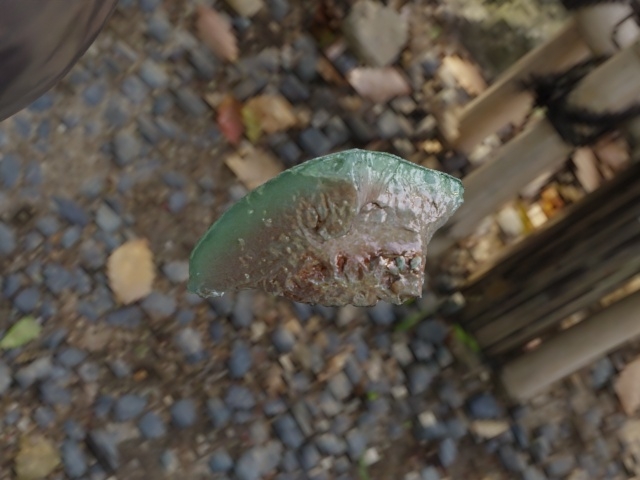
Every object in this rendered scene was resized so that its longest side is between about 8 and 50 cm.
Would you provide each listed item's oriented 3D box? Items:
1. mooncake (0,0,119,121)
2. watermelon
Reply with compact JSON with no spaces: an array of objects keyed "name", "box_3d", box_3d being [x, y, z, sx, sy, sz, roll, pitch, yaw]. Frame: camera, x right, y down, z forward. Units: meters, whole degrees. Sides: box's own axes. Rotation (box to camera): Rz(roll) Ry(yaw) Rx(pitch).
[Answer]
[{"name":"mooncake","box_3d":[-0.166,-0.156,0.479,0.306,0.154,0.306,0,90,9]},{"name":"watermelon","box_3d":[-0.006,-0.008,1.032,0.101,0.155,0.080,51,37,-61]}]
